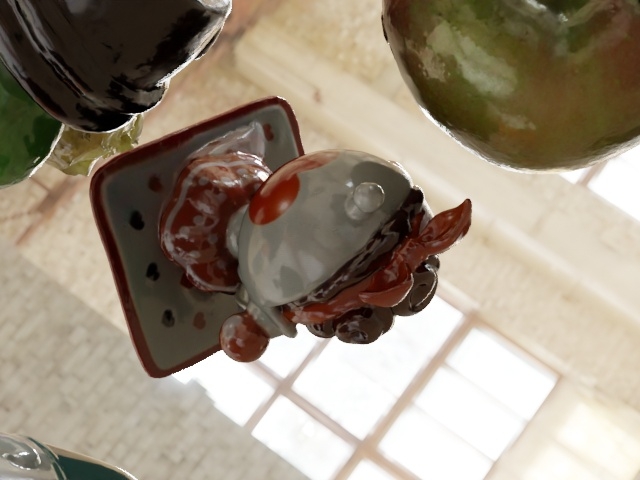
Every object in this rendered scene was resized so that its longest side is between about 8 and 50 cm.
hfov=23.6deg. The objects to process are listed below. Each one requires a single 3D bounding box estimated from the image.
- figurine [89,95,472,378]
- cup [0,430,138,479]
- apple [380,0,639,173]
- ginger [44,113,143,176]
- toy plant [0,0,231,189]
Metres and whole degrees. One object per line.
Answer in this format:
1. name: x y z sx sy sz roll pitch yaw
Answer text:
1. figurine: 0.000 0.000 0.989 0.183 0.226 0.160 -27 -70 -36
2. cup: -0.227 0.235 0.843 0.258 0.219 0.289 20 -79 -35
3. apple: 0.132 -0.132 0.966 0.173 0.207 0.188 -52 -1 -6
4. ginger: -0.286 -0.166 1.203 0.166 0.376 0.236 -26 -70 -49
5. toy plant: -0.183 -0.149 0.964 0.235 0.218 0.175 -24 -31 19
